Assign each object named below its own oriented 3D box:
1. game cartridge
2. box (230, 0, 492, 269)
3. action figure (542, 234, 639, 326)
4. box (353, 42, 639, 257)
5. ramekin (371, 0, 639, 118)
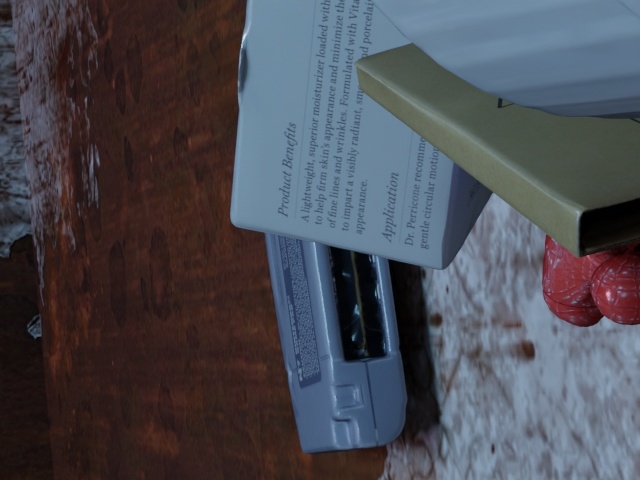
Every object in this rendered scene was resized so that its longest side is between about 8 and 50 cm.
[{"bbox_3d":[0.000,0.000,1.357,0.196,0.060,0.294,152,111,-75],"label":"game cartridge"},{"bbox_3d":[0.041,-0.109,1.010,0.182,0.119,0.181,-55,-26,-58],"label":"box"},{"bbox_3d":[0.158,-0.035,0.872,0.280,0.139,0.091,-81,-6,-63],"label":"action figure"},{"bbox_3d":[0.127,-0.057,0.794,0.201,0.164,0.021,-135,34,-58],"label":"box"},{"bbox_3d":[0.111,-0.168,0.606,0.135,0.277,0.277,-8,86,53],"label":"ramekin"}]
